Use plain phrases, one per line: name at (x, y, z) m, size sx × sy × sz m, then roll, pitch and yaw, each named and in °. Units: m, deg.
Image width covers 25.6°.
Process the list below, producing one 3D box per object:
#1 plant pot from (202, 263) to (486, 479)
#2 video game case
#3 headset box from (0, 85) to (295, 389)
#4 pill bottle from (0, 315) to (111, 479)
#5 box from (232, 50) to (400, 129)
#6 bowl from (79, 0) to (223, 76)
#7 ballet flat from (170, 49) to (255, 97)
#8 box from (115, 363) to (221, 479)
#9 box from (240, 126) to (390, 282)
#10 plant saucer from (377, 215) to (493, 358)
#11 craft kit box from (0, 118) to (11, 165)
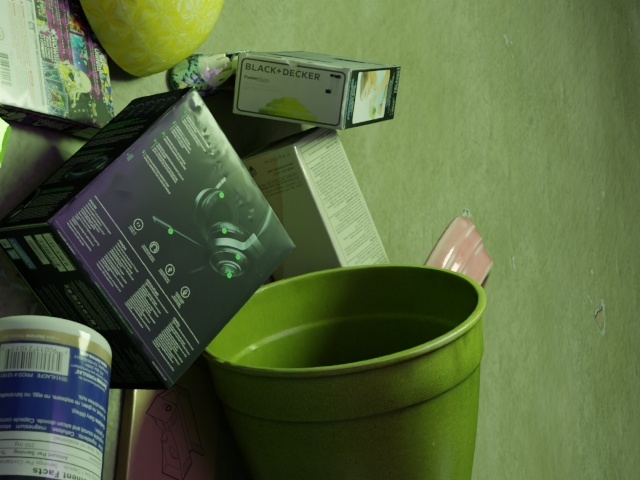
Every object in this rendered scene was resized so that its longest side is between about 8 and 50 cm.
plant pot at (0.052, 0.255, 1.816) m, size 0.366 × 0.367 × 0.352 m, roll -38°, pitch 123°, yaw -58°
video game case at (-0.340, -0.249, 1.695) m, size 0.210 × 0.042 × 0.232 m, roll 9°, pitch 68°, yaw -57°
headset box at (-0.194, -0.009, 1.646) m, size 0.283 × 0.131 × 0.246 m, roll -50°, pitch 119°, yaw -33°
pill bottle at (-0.296, 0.223, 1.427) m, size 0.153 × 0.153 × 0.264 m, roll 34°, pitch 49°, yaw -47°
box at (-0.001, -0.222, 2.048) m, size 0.290 × 0.169 × 0.087 m, roll -25°, pitch 124°, yaw -73°
bowl at (-0.194, -0.368, 1.821) m, size 0.289 × 0.156 × 0.289 m, roll -10°, pitch 90°, yaw -71°
ballet flat at (-0.140, -0.244, 1.998) m, size 0.188 × 0.070 × 0.070 m, roll -25°, pitch 97°, yaw -60°
box at (-0.184, 0.238, 1.732) m, size 0.164 × 0.021 × 0.201 m, roll 36°, pitch 47°, yaw -46°
box at (0.000, 0.000, 2.049) m, size 0.148 × 0.121 × 0.311 m, roll -35°, pitch 106°, yaw -59°
plant saucer at (0.167, 0.126, 2.097) m, size 0.332 × 0.084 × 0.332 m, roll -61°, pitch 171°, yaw -17°
craft kit box at (-0.406, 0.016, 1.258) m, size 0.061 × 0.250 × 0.246 m, roll 39°, pitch 46°, yaw -44°
